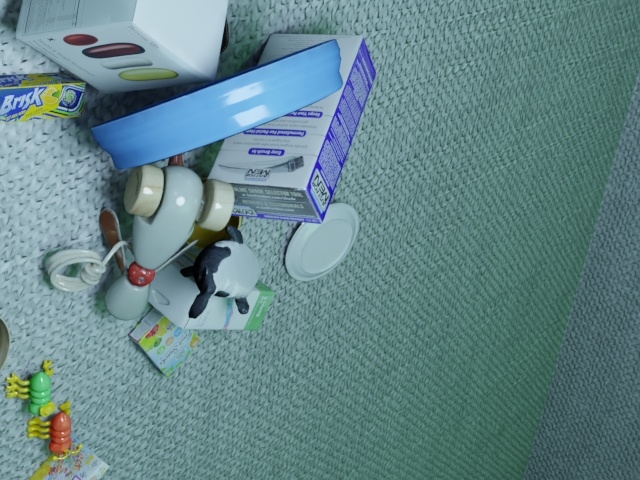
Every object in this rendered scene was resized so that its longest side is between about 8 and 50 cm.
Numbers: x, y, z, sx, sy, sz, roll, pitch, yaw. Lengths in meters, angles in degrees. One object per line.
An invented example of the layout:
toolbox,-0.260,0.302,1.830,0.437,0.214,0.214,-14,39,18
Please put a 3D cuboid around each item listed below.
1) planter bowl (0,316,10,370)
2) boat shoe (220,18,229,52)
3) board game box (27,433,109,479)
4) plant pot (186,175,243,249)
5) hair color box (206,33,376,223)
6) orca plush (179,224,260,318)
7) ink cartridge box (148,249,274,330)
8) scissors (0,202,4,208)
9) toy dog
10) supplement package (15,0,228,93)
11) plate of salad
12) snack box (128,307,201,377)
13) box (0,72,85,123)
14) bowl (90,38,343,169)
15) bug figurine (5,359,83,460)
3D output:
planter bowl,-0.558,0.150,1.489,0.162,0.109,0.162,-33,138,-36
boat shoe,-0.189,-0.372,1.621,0.073,0.073,0.207,-50,147,-18
board game box,-0.470,0.439,1.830,0.154,0.103,0.026,-50,145,-16
plant pot,-0.192,-0.060,1.820,0.095,0.134,0.134,-52,158,-67
hair color box,-0.043,-0.199,1.739,0.110,0.185,0.338,64,40,-50
orca plush,-0.187,0.068,1.698,0.287,0.102,0.151,-65,144,-68
ink cartridge box,-0.213,0.091,1.858,0.212,0.154,0.093,5,114,-54
scissors,-0.523,-0.132,1.403,0.297,0.021,0.109,32,86,-55
toy dog,-0.280,-0.028,1.670,0.334,0.161,0.220,-36,130,24
supplement package,-0.269,-0.313,1.402,0.194,0.203,0.149,30,63,-57
plate of salad,0.000,0.000,2.175,0.200,0.048,0.199,-27,138,-26
snack box,-0.296,0.186,1.930,0.100,0.037,0.141,-47,145,-17
box,-0.424,-0.205,1.445,0.169,0.059,0.054,-15,124,-48
bowl,-0.149,-0.203,1.527,0.391,0.391,0.077,-29,104,-39
bug figurine,-0.523,0.330,1.707,0.279,0.072,0.216,-26,133,-40
